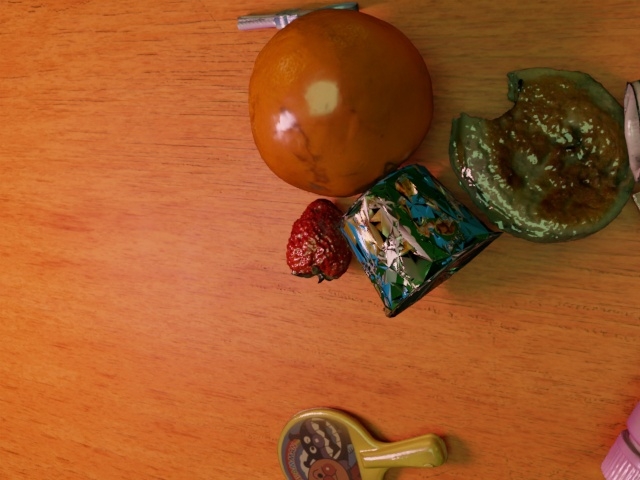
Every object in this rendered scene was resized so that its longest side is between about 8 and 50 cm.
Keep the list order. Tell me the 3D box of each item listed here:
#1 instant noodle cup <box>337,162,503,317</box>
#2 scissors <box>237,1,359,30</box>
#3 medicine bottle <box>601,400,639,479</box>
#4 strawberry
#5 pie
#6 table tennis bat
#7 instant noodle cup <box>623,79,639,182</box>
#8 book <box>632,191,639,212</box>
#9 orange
[{"bbox_3d":[0.153,-0.007,0.990,0.240,0.240,0.178,-42,74,21],"label":"instant noodle cup"},{"bbox_3d":[-0.056,-0.415,1.099,0.256,0.125,0.030,8,124,33],"label":"scissors"},{"bbox_3d":[0.575,0.280,0.879,0.178,0.178,0.291,30,105,16],"label":"medicine bottle"},{"bbox_3d":[0.000,0.003,1.106,0.131,0.131,0.148,15,110,19],"label":"strawberry"},{"bbox_3d":[0.362,-0.138,0.944,0.302,0.067,0.303,-1,80,5],"label":"pie"},{"bbox_3d":[0.073,0.435,1.166,0.368,0.054,0.224,-15,91,26],"label":"table tennis bat"},{"bbox_3d":[0.551,-0.171,0.798,0.232,0.207,0.207,-6,94,22],"label":"instant noodle cup"},{"bbox_3d":[0.645,-0.031,0.858,0.282,0.025,0.215,-26,76,12],"label":"book"},{"bbox_3d":[0.028,-0.223,0.968,0.312,0.312,0.312,3,97,21],"label":"orange"}]
